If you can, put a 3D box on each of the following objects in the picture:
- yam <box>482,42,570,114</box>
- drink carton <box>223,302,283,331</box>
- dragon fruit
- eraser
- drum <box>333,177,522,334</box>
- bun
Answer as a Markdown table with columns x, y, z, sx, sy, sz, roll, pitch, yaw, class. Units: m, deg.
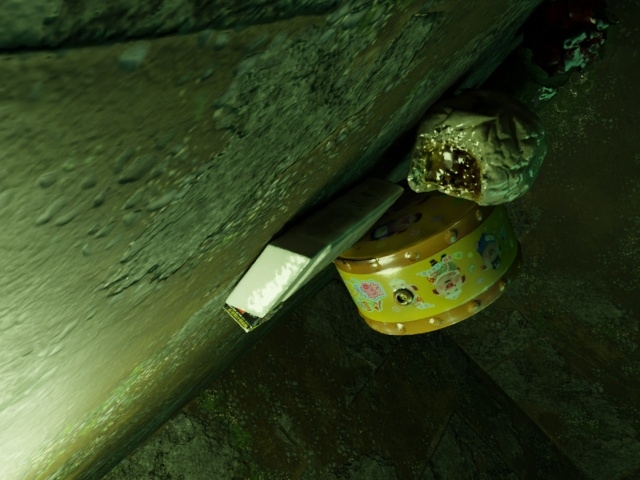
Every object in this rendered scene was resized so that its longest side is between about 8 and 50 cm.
| x | y | z | sx | sy | sz | roll | pitch | yaw | class |
| --- | --- | --- | --- | --- | --- | --- | --- | --- | --- |
| 0.526 | -0.395 | 1.693 | 0.168 | 0.168 | 0.304 | -39 | 173 | -43 | yam |
| -0.132 | 0.131 | 1.265 | 0.056 | 0.071 | 0.165 | -49 | 174 | 7 | drink carton |
| 0.534 | -0.443 | 1.360 | 0.182 | 0.182 | 0.189 | -41 | 154 | -33 | dragon fruit |
| 0.001 | 0.000 | 1.205 | 0.213 | 0.082 | 0.397 | -49 | 172 | 35 | eraser |
| 0.239 | 0.015 | 1.461 | 0.431 | 0.214 | 0.431 | -24 | -159 | 10 | drum |
| 0.315 | -0.199 | 1.260 | 0.281 | 0.281 | 0.205 | -38 | 137 | -49 | bun |
